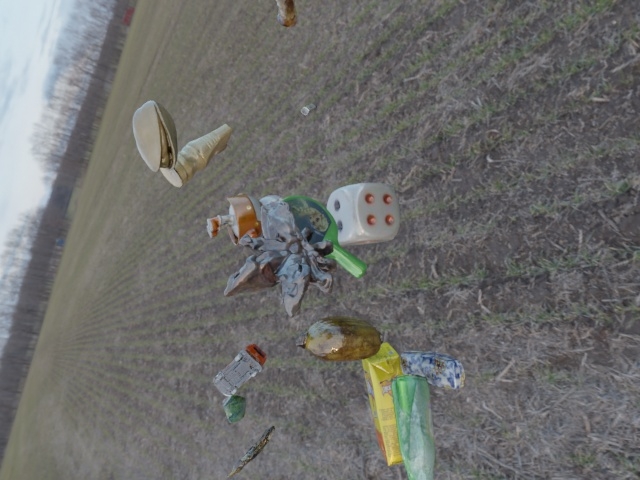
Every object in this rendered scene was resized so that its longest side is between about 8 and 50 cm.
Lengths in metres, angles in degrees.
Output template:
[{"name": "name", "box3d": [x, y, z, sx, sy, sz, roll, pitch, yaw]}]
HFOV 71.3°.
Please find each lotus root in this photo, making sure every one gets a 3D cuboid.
[{"name": "lotus root", "box3d": [0.052, 0.285, 1.284, 0.145, 0.261, 0.128, -177, 88, -71]}]

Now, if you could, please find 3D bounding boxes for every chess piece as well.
[{"name": "chess piece", "box3d": [-0.452, -0.330, 1.682, 0.301, 0.137, 0.137, -44, 17, -27]}]

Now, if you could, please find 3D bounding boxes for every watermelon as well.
[{"name": "watermelon", "box3d": [-0.300, 0.584, 1.544, 0.072, 0.085, 0.092, -47, 25, 54]}]

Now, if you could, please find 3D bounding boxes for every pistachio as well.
[{"name": "pistachio", "box3d": [-0.500, -0.317, 1.369, 0.136, 0.136, 0.225, -25, 77, 53]}]

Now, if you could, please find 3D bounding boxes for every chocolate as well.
[{"name": "chocolate", "box3d": [0.244, 0.499, 1.141, 0.110, 0.110, 0.291, -40, 41, 45]}]

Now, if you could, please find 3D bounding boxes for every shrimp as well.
[{"name": "shrimp", "box3d": [-0.212, 0.647, 1.359, 0.195, 0.035, 0.148, -44, -16, -14]}]

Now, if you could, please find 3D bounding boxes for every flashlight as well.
[{"name": "flashlight", "box3d": [-0.029, -0.351, 1.191, 0.018, 0.018, 0.083, -50, 3, 28]}]

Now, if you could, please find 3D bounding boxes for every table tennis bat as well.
[{"name": "table tennis bat", "box3d": [0.000, 0.000, 1.009, 0.039, 0.257, 0.160, -38, 18, 56]}]

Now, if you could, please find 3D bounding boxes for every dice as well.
[{"name": "dice", "box3d": [0.142, -0.085, 1.500, 0.194, 0.194, 0.191, -12, 83, 63]}]

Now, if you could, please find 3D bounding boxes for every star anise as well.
[{"name": "star anise", "box3d": [-0.062, 0.032, 0.832, 0.257, 0.199, 0.110, -67, -7, -49]}]

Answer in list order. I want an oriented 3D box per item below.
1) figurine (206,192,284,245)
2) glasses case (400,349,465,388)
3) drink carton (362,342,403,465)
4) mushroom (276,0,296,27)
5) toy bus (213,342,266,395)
[{"name": "figurine", "box3d": [-0.169, -0.070, 1.192, 0.143, 0.271, 0.143, 39, 146, 32]}, {"name": "glasses case", "box3d": [0.310, 0.361, 1.264, 0.248, 0.065, 0.086, 160, 106, -65]}, {"name": "drink carton", "box3d": [0.225, 0.531, 1.468, 0.154, 0.111, 0.350, -148, 47, -83]}, {"name": "mushroom", "box3d": [-0.064, -0.304, 0.504, 0.073, 0.129, 0.088, 33, 66, 32]}, {"name": "toy bus", "box3d": [-0.229, 0.369, 1.278, 0.174, 0.079, 0.077, -46, 1, 26]}]
